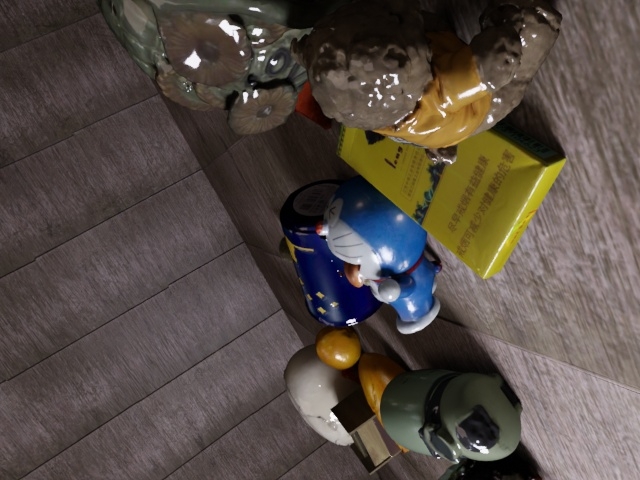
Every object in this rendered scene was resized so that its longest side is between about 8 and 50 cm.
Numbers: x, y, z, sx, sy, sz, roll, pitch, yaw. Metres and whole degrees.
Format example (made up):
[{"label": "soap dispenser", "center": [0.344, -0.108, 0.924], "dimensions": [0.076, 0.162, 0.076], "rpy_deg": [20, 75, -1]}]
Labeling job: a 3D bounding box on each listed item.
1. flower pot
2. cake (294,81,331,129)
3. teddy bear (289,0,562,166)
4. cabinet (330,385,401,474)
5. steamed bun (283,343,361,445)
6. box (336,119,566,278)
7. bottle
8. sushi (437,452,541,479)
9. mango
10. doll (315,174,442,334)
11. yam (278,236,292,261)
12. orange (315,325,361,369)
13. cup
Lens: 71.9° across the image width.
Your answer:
[{"label": "flower pot", "center": [-0.081, -0.275, 0.449], "dimensions": [0.302, 0.301, 0.213], "rpy_deg": [60, 161, -4]}, {"label": "cake", "center": [-0.054, -0.320, 0.713], "dimensions": [0.262, 0.160, 0.158], "rpy_deg": [21, -158, -53]}, {"label": "teddy bear", "center": [0.073, -0.138, 0.366], "dimensions": [0.177, 0.190, 0.140], "rpy_deg": [34, 118, 52]}, {"label": "cabinet", "center": [0.171, 0.545, 1.346], "dimensions": [0.175, 0.215, 0.148], "rpy_deg": [64, 164, -19]}, {"label": "steamed bun", "center": [0.055, 0.522, 1.588], "dimensions": [0.374, 0.241, 0.374], "rpy_deg": [42, -177, -2]}, {"label": "box", "center": [0.123, -0.099, 0.517], "dimensions": [0.279, 0.041, 0.153], "rpy_deg": [48, 145, 34]}, {"label": "bottle", "center": [0.234, 0.323, 0.827], "dimensions": [0.169, 0.168, 0.347], "rpy_deg": [56, 162, 10]}, {"label": "sushi", "center": [0.337, 0.543, 0.870], "dimensions": [0.182, 0.196, 0.344], "rpy_deg": [52, 165, 49]}, {"label": "mango", "center": [0.192, 0.409, 1.180], "dimensions": [0.257, 0.138, 0.187], "rpy_deg": [56, 174, 18]}, {"label": "doll", "center": [0.099, 0.018, 0.688], "dimensions": [0.215, 0.161, 0.257], "rpy_deg": [-94, -22, -65]}, {"label": "yam", "center": [-0.052, 0.032, 1.306], "dimensions": [0.093, 0.093, 0.259], "rpy_deg": [62, 164, -13]}, {"label": "orange", "center": [0.061, 0.345, 1.459], "dimensions": [0.158, 0.136, 0.159], "rpy_deg": [26, -165, -8]}, {"label": "cup", "center": [-0.007, 0.014, 0.902], "dimensions": [0.254, 0.178, 0.256], "rpy_deg": [12, 136, 32]}]
